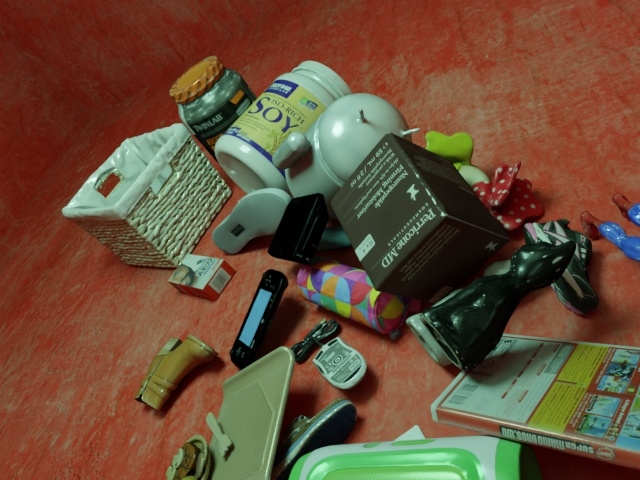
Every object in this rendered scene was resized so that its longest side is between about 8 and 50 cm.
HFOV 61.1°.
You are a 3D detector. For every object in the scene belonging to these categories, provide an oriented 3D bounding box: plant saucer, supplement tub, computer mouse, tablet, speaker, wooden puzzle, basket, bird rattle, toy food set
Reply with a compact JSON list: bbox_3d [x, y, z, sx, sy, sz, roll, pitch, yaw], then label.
[{"bbox_3d":[0.000,0.000,1.203,0.192,0.018,0.067,-6,46,37],"label":"plant saucer"},{"bbox_3d":[-0.251,-0.330,1.528,0.207,0.338,0.207,-25,36,20],"label":"supplement tub"},{"bbox_3d":[0.023,0.205,0.930,0.106,0.042,0.193,-40,28,-9],"label":"computer mouse"},{"bbox_3d":[0.114,0.303,0.762,0.083,0.006,0.054,-37,35,4],"label":"tablet"},{"bbox_3d":[0.107,0.309,0.655,0.296,0.131,0.131,-17,40,30],"label":"speaker"},{"bbox_3d":[-0.081,-0.271,1.388,0.331,0.241,0.241,-51,36,-16],"label":"supplement tub"},{"bbox_3d":[-0.119,0.318,0.889,0.221,0.044,0.239,-38,33,39],"label":"wooden puzzle"},{"bbox_3d":[-0.491,-0.119,1.575,0.331,0.266,0.328,-1,49,43],"label":"basket"},{"bbox_3d":[0.263,-0.074,0.994,0.207,0.143,0.253,-46,46,11],"label":"bird rattle"},{"bbox_3d":[-0.227,0.387,0.902,0.192,0.038,0.132,-60,30,-3],"label":"toy food set"}]

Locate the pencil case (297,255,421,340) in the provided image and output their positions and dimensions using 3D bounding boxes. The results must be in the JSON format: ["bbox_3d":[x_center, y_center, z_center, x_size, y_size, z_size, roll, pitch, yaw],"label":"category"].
[{"bbox_3d":[0.059,0.094,0.975,0.236,0.104,0.104,17,63,48],"label":"pencil case"}]

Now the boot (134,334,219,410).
[{"bbox_3d":[-0.299,0.278,1.120,0.197,0.073,0.152,-15,38,50],"label":"boot"}]

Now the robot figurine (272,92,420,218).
[{"bbox_3d":[0.055,-0.169,1.121,0.353,0.299,0.200,146,120,-61],"label":"robot figurine"}]

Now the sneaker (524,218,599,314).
[{"bbox_3d":[0.366,0.023,0.794,0.077,0.072,0.178,-20,43,9],"label":"sneaker"}]

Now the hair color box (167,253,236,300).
[{"bbox_3d":[-0.297,0.089,1.347,0.167,0.053,0.093,3,53,46],"label":"hair color box"}]

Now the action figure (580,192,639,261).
[{"bbox_3d":[0.450,0.037,0.695,0.091,0.139,0.280,-34,12,13],"label":"action figure"}]

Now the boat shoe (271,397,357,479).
[{"bbox_3d":[-0.024,0.305,0.834,0.183,0.066,0.066,-43,33,-6],"label":"boat shoe"}]

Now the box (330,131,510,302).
[{"bbox_3d":[0.154,-0.034,0.882,0.168,0.167,0.203,-50,45,28],"label":"box"}]

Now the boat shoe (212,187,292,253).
[{"bbox_3d":[-0.151,-0.061,1.305,0.306,0.113,0.105,-37,15,50],"label":"boat shoe"}]

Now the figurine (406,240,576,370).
[{"bbox_3d":[0.236,0.082,0.759,0.209,0.092,0.215,-36,-10,-6],"label":"figurine"}]

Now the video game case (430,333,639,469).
[{"bbox_3d":[0.301,0.175,0.629,0.285,0.025,0.204,-2,18,42],"label":"video game case"}]

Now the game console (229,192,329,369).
[{"bbox_3d":[-0.086,0.079,1.057,0.361,0.044,0.213,-68,17,-7],"label":"game console"}]
